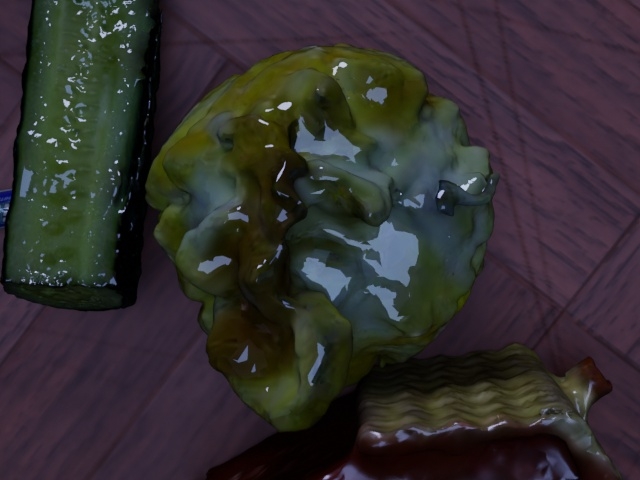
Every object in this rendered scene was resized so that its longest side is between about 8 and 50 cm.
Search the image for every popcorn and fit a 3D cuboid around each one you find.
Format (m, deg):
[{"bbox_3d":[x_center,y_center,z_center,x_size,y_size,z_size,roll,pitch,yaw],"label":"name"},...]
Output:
[{"bbox_3d":[0.000,0.000,0.704,0.198,0.212,0.198,10,127,14],"label":"popcorn"}]

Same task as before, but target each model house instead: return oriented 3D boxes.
[{"bbox_3d":[0.055,0.150,0.714,0.254,0.196,0.160,-36,92,4],"label":"model house"}]

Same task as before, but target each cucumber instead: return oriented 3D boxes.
[{"bbox_3d":[-0.129,-0.069,0.751,0.078,0.062,0.211,3,76,4],"label":"cucumber"}]

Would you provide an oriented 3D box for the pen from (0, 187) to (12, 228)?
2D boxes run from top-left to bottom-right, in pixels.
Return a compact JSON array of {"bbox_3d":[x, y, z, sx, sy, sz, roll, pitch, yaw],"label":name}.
[{"bbox_3d":[-0.181,-0.019,0.784,0.204,0.025,0.025,-9,96,2],"label":"pen"}]
